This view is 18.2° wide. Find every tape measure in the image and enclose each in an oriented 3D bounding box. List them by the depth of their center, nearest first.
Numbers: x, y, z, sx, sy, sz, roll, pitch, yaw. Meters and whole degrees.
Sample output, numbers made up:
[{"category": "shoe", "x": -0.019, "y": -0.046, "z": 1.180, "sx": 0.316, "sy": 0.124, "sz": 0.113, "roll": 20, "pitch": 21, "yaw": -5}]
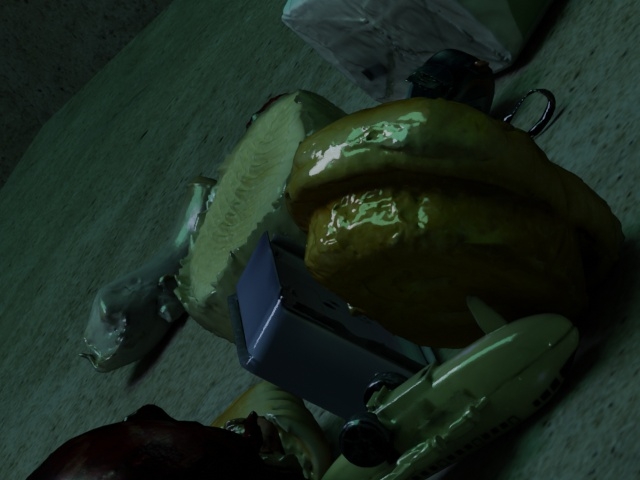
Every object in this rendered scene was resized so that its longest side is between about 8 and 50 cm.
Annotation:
[{"category": "tape measure", "x": 0.159, "y": -0.112, "z": 1.818, "sx": 0.180, "sy": 0.104, "sz": 0.107, "roll": 15, "pitch": 35, "yaw": 38}]

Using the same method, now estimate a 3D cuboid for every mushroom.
[{"category": "mushroom", "x": -0.185, "y": 0.042, "z": 2.340, "sx": 0.278, "sy": 0.096, "sz": 0.099, "roll": -52, "pitch": 15, "yaw": -22}]

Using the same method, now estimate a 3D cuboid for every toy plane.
[{"category": "toy plane", "x": 0.077, "y": 0.123, "z": 1.377, "sx": 0.244, "sy": 0.092, "sz": 0.229, "roll": -47, "pitch": 1, "yaw": 25}]

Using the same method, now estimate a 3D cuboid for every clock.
[{"category": "clock", "x": 0.009, "y": 0.073, "z": 1.582, "sx": 0.073, "sy": 0.144, "sz": 0.193, "roll": -60, "pitch": 12, "yaw": 11}]

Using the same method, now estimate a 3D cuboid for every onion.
[{"category": "onion", "x": -0.124, "y": 0.226, "z": 1.390, "sx": 0.281, "sy": 0.221, "sz": 0.281, "roll": -41, "pitch": -25, "yaw": -24}]

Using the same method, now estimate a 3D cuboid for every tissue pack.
[{"category": "tissue pack", "x": 0.157, "y": -0.334, "z": 2.048, "sx": 0.356, "sy": 0.194, "sz": 0.266, "roll": -57, "pitch": 18, "yaw": -23}]

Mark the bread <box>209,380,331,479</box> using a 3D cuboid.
[{"category": "bread", "x": -0.048, "y": 0.178, "z": 1.610, "sx": 0.119, "sy": 0.084, "sz": 0.177, "roll": -47, "pitch": 14, "yaw": 6}]

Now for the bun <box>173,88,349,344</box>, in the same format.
[{"category": "bun", "x": -0.022, "y": -0.009, "z": 1.863, "sx": 0.259, "sy": 0.152, "sz": 0.259, "roll": -53, "pitch": 20, "yaw": 29}]

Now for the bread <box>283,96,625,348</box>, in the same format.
[{"category": "bread", "x": 0.089, "y": -0.010, "z": 1.392, "sx": 0.198, "sy": 0.236, "sz": 0.120, "roll": -13, "pitch": 56, "yaw": 41}]

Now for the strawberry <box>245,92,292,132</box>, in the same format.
[{"category": "strawberry", "x": -0.023, "y": -0.085, "z": 2.165, "sx": 0.131, "sy": 0.148, "sz": 0.131, "roll": -10, "pitch": 62, "yaw": 20}]
